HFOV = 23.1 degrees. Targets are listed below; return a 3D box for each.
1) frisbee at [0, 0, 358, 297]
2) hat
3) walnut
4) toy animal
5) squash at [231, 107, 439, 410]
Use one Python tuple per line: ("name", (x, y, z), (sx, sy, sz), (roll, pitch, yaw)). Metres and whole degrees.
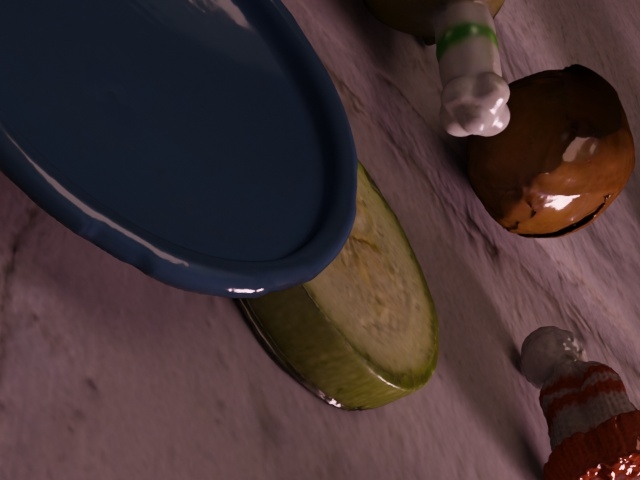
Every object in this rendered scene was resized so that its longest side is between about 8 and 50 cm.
("frisbee", (-0.099, -0.086, 0.817), (0.289, 0.049, 0.289), (31, 37, -27))
("hat", (0.195, 0.124, 1.142), (0.162, 0.094, 0.112), (-103, 178, -45))
("walnut", (0.188, -0.077, 1.284), (0.137, 0.137, 0.245), (56, 24, -11))
("toy animal", (0.089, -0.239, 1.255), (0.181, 0.180, 0.363), (41, 52, -24))
("squash", (0.004, -0.002, 0.955), (0.219, 0.041, 0.219), (45, 29, -33))
